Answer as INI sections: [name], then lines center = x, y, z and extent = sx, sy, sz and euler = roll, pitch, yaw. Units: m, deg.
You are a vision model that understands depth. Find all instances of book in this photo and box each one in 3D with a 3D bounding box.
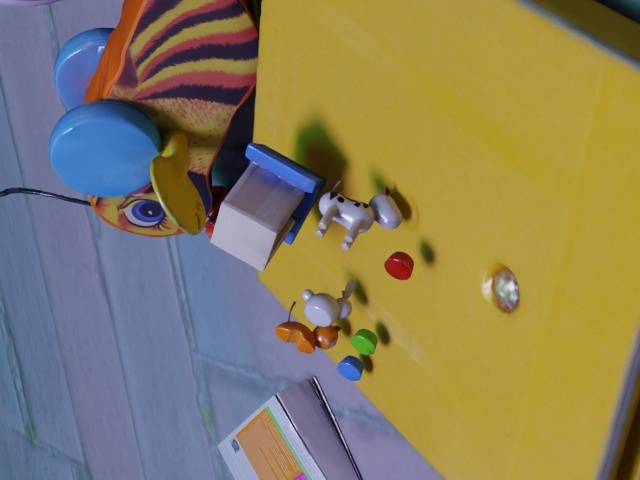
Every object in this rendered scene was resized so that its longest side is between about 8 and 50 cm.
[book]
center = -0.024, 0.168, 0.933
extent = 0.096, 0.035, 0.144
euler = 62, 148, 11

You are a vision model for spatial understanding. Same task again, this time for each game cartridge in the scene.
[game cartridge]
center = 0.065, -0.021, 0.683
extent = 0.323, 0.053, 0.285
euler = 45, 140, 43

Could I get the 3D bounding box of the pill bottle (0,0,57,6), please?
[pill bottle]
center = -0.144, -0.264, 0.769
extent = 0.318, 0.176, 0.176
euler = -13, 94, 60

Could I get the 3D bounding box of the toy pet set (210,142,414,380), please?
[toy pet set]
center = 0.000, 0.000, 0.717
extent = 0.114, 0.065, 0.122
euler = 30, 143, 5

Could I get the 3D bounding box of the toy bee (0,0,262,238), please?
[toy bee]
center = -0.109, -0.073, 0.867
extent = 0.298, 0.162, 0.195
euler = -27, 49, 50
